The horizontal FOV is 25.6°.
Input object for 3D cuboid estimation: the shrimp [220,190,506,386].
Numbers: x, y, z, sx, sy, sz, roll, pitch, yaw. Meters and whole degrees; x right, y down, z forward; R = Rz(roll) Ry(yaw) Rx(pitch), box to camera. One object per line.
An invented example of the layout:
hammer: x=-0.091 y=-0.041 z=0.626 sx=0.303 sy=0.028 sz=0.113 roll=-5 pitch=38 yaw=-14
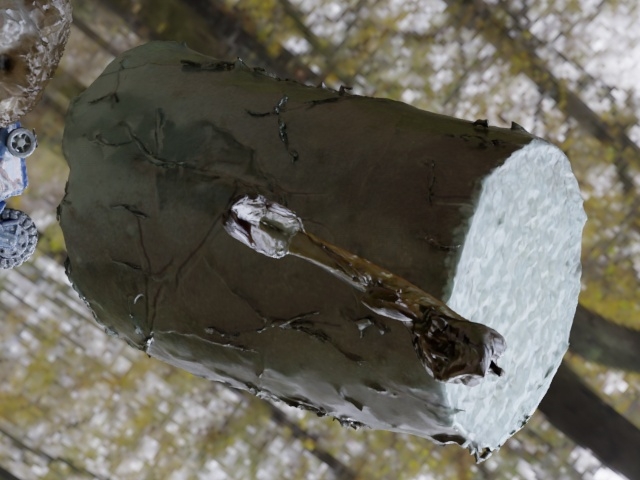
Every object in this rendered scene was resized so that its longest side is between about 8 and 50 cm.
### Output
shrimp: x=0.020 y=0.021 z=0.660 sx=0.035 sy=0.147 sz=0.195 roll=-57 pitch=-177 yaw=2

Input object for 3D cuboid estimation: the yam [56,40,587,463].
yam: x=0.000 y=0.000 z=0.960 sx=0.348 sy=0.241 sz=0.241 roll=16 pitch=-114 yaw=39

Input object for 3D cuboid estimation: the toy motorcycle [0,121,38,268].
toy motorcycle: x=-0.310 y=-0.067 z=1.224 sx=0.114 sy=0.205 sz=0.076 roll=-14 pitch=-161 yaw=-27

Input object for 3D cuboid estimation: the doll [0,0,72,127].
doll: x=-0.214 y=-0.139 z=0.902 sx=0.221 sy=0.105 sz=0.115 roll=-89 pitch=-163 yaw=-56
